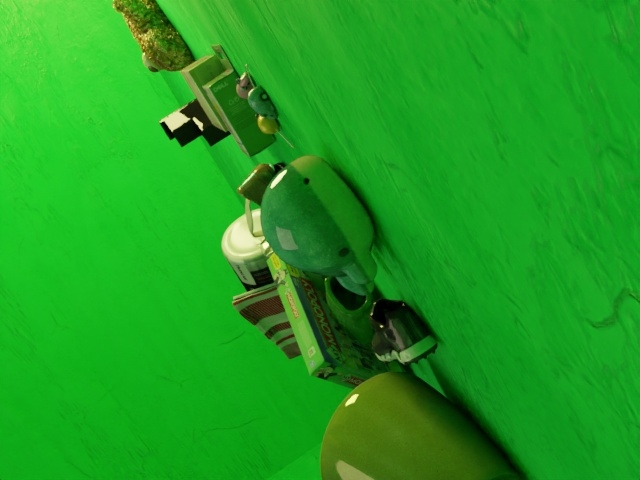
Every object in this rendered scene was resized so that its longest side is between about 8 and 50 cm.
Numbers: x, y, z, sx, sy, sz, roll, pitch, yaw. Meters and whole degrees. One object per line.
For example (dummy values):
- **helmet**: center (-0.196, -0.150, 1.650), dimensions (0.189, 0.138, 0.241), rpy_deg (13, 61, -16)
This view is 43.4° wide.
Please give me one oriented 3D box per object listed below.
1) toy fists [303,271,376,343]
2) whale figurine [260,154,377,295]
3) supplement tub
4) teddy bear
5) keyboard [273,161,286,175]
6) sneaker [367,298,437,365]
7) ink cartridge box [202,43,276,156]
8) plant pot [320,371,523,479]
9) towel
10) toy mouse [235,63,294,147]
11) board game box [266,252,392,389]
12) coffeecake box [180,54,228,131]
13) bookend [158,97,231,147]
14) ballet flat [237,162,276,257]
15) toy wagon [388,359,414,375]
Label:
- **toy fists**: center (0.032, 0.075, 1.565), dimensions (0.279, 0.096, 0.142), rpy_deg (55, 166, 32)
- **whale figurine**: center (0.000, 0.000, 1.203), dimensions (0.216, 0.141, 0.272), rpy_deg (52, 173, 34)
- **supplement tub**: center (-0.134, 0.086, 2.352), dimensions (0.207, 0.207, 0.338), rpy_deg (50, 170, 47)
- **teddy bear**: center (-0.444, -0.541, 2.055), dimensions (0.338, 0.113, 0.245), rpy_deg (56, 176, 12)
- **keyboard**: center (-0.055, -0.080, 1.679), dimensions (0.100, 0.038, 0.192), rpy_deg (38, 145, 53)
- **sneaker**: center (0.120, 0.141, 1.315), dimensions (0.106, 0.078, 0.234), rpy_deg (60, 170, 1)
- **ink cartridge box**: center (-0.172, -0.268, 1.544), dimensions (0.209, 0.062, 0.109), rpy_deg (60, 174, -18)
- **plant pot**: center (0.192, 0.394, 1.336), dimensions (0.293, 0.274, 0.275), rpy_deg (18, 143, 56)
- **towel**: center (-0.072, 0.228, 2.325), dimensions (0.329, 0.237, 0.037), rpy_deg (49, -150, -41)
- **toy mouse**: center (-0.113, -0.241, 1.367), dimensions (0.161, 0.031, 0.143), rpy_deg (53, 172, 34)
- **board game box**: center (0.021, 0.166, 1.623), dimensions (0.213, 0.046, 0.317), rpy_deg (27, -154, -38)
- **coffeecake box**: center (-0.223, -0.311, 1.690), dimensions (0.142, 0.068, 0.185), rpy_deg (59, 173, -18)
- **bookend**: center (-0.323, -0.296, 2.134), dimensions (0.157, 0.156, 0.072), rpy_deg (50, 170, 43)
- **ballet flat**: center (-0.103, -0.033, 1.910), dimensions (0.116, 0.124, 0.342), rpy_deg (51, 172, 45)
- **toy wagon**: center (0.156, 0.294, 1.818), dimensions (0.267, 0.068, 0.344), rpy_deg (55, 173, 16)
